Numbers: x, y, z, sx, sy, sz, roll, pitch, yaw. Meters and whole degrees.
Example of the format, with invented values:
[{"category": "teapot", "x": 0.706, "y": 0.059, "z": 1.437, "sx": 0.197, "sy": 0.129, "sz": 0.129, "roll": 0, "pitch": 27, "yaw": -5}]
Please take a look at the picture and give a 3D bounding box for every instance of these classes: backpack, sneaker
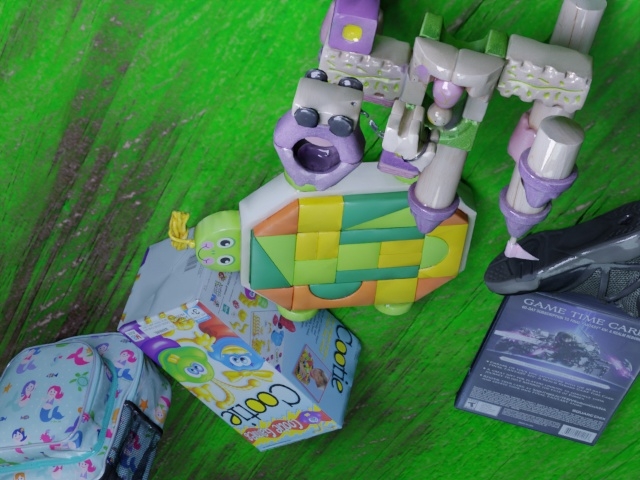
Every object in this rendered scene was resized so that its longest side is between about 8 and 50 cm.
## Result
[{"category": "backpack", "x": -0.323, "y": 0.237, "z": 2.070, "sx": 0.225, "sy": 0.253, "sz": 0.191, "roll": -8, "pitch": 131, "yaw": 29}, {"category": "sneaker", "x": 0.306, "y": 0.043, "z": 1.789, "sx": 0.227, "sy": 0.087, "sz": 0.130, "roll": -19, "pitch": 123, "yaw": 26}]

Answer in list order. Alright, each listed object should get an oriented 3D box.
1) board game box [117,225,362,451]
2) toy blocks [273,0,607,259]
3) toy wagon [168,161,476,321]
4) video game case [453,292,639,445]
[{"category": "board game box", "x": -0.096, "y": 0.121, "z": 1.952, "sx": 0.142, "sy": 0.144, "sz": 0.275, "roll": -22, "pitch": 127, "yaw": 36}, {"category": "toy blocks", "x": 0.107, "y": -0.093, "z": 1.520, "sx": 0.288, "sy": 0.309, "sz": 0.260, "roll": 15, "pitch": 133, "yaw": 0}, {"category": "toy wagon", "x": 0.000, "y": 0.000, "z": 1.785, "sx": 0.344, "sy": 0.068, "sz": 0.267, "roll": -4, "pitch": 142, "yaw": -8}, {"category": "video game case", "x": 0.299, "y": 0.157, "z": 1.970, "sx": 0.196, "sy": 0.026, "sz": 0.274, "roll": 16, "pitch": 139, "yaw": -2}]
